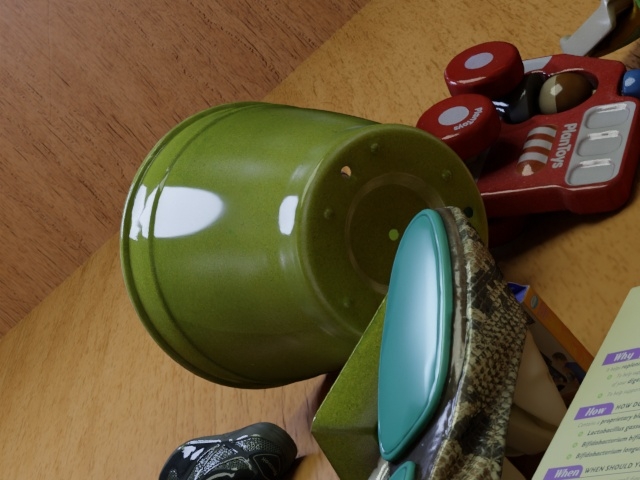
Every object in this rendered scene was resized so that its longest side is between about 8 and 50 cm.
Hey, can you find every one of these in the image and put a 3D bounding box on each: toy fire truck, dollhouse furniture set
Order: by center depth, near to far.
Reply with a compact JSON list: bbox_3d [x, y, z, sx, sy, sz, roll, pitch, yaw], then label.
[{"bbox_3d":[0.274,-0.128,1.643,0.254,0.169,0.302,-4,37,29],"label":"toy fire truck"},{"bbox_3d":[0.455,-0.276,1.691,0.198,0.151,0.301,-28,-8,-20],"label":"dollhouse furniture set"}]

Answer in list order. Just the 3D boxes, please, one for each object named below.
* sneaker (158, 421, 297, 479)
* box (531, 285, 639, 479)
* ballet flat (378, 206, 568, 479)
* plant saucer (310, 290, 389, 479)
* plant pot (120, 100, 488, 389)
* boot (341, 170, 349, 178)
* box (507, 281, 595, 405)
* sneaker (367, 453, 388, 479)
[{"bbox_3d":[-0.138,0.300,1.641,0.227,0.087,0.130,-22,20,40],"label":"sneaker"},{"bbox_3d":[0.287,0.137,0.966,0.213,0.117,0.243,-22,28,53],"label":"box"},{"bbox_3d":[0.118,0.192,1.116,0.164,0.182,0.482,124,164,-49],"label":"ballet flat"},{"bbox_3d":[0.079,0.157,1.317,0.045,0.188,0.188,16,60,32],"label":"plant saucer"},{"bbox_3d":[0.000,0.000,1.578,0.366,0.366,0.353,-50,20,-20],"label":"plant pot"},{"bbox_3d":[0.036,-0.052,2.161,0.086,0.069,0.190,-23,34,36],"label":"boot"},{"bbox_3d":[0.192,0.098,1.258,0.081,0.136,0.028,-30,21,41],"label":"box"},{"bbox_3d":[0.090,0.255,1.224,0.281,0.105,0.115,-46,37,-11],"label":"sneaker"}]
